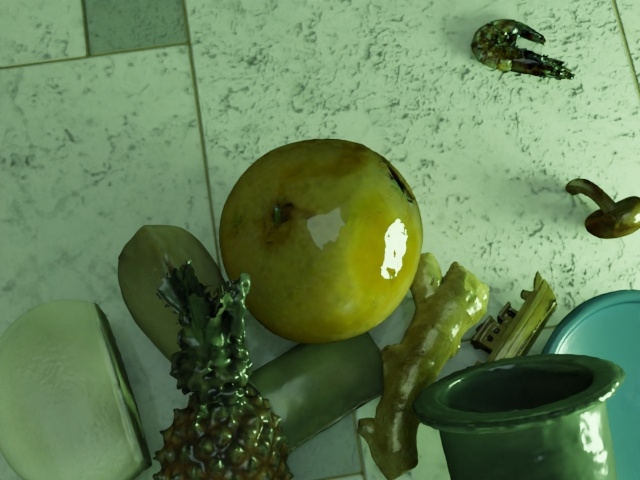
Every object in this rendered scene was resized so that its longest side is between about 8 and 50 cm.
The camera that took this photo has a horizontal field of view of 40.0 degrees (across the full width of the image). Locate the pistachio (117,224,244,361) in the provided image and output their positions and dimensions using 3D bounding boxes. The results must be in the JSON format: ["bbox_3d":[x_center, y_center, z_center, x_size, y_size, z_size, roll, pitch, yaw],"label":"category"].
[{"bbox_3d":[-0.177,0.081,1.130,0.126,0.152,0.223,-30,97,-13],"label":"pistachio"}]

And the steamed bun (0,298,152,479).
[{"bbox_3d":[-0.318,0.205,1.087,0.164,0.146,0.242,-17,75,-11],"label":"steamed bun"}]

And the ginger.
[{"bbox_3d":[0.132,0.164,1.133,0.118,0.065,0.299,19,75,3],"label":"ginger"}]

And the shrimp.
[{"bbox_3d":[0.305,-0.283,1.301,0.161,0.034,0.091,19,74,4],"label":"shrimp"}]

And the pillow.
[{"bbox_3d":[-0.008,0.189,1.148,0.208,0.053,0.119,-30,86,-17],"label":"pillow"}]

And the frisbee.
[{"bbox_3d":[0.421,0.208,1.160,0.289,0.049,0.290,1,78,-3],"label":"frisbee"}]

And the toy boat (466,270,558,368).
[{"bbox_3d":[0.243,0.132,1.172,0.072,0.064,0.206,31,76,24],"label":"toy boat"}]

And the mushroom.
[{"bbox_3d":[0.396,-0.042,1.222,0.088,0.073,0.129,-33,40,-13],"label":"mushroom"}]

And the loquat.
[{"bbox_3d":[0.000,0.000,1.113,0.263,0.263,0.263,0,75,-2],"label":"loquat"}]

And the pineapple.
[{"bbox_3d":[-0.112,0.202,1.018,0.175,0.175,0.361,3,109,-1],"label":"pineapple"}]

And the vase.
[{"bbox_3d":[0.249,0.302,1.015,0.245,0.245,0.291,-11,94,-5],"label":"vase"}]
